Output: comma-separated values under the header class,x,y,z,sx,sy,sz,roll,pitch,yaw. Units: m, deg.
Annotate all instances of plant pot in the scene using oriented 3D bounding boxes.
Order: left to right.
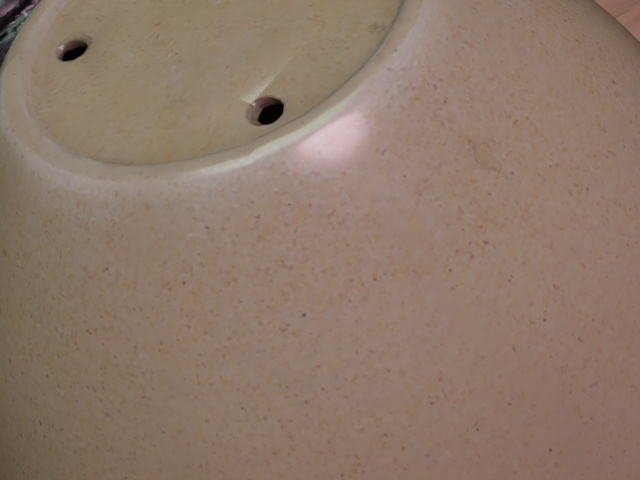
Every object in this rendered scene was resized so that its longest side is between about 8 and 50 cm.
class,x,y,z,sx,sy,sz,roll,pitch,yaw
plant pot,0.000,0.000,0.556,0.284,0.191,0.284,-12,44,12

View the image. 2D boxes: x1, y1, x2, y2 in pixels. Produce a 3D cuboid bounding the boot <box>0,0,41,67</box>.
class,x,y,z,sx,sy,sz,roll,pitch,yaw
boot,-0.239,-0.124,0.832,0.260,0.131,0.348,-42,46,-18
